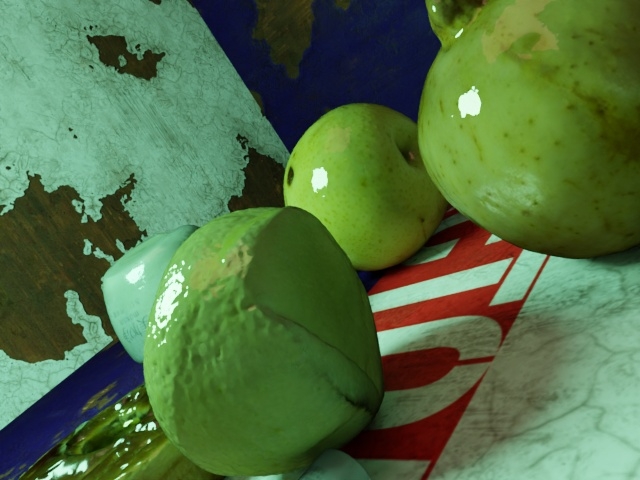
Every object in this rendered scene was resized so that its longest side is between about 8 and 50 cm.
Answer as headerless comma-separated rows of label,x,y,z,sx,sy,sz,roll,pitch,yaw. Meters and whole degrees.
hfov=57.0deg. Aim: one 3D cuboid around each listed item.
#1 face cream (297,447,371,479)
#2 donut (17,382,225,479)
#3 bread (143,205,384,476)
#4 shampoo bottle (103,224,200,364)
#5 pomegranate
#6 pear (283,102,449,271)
face cream,-0.032,0.287,0.549,0.198,0.057,0.084,-43,13,-32
donut,-0.272,0.327,0.860,0.329,0.160,0.330,-21,17,7
bread,-0.063,0.121,0.706,0.237,0.321,0.320,-16,15,14
shampoo bottle,-0.315,0.135,1.346,0.322,0.318,0.322,-31,9,5
pomegranate,0.285,-0.181,0.728,0.410,0.410,0.410,-32,11,7
pear,0.090,-0.103,1.188,0.348,0.348,0.348,-32,11,7
